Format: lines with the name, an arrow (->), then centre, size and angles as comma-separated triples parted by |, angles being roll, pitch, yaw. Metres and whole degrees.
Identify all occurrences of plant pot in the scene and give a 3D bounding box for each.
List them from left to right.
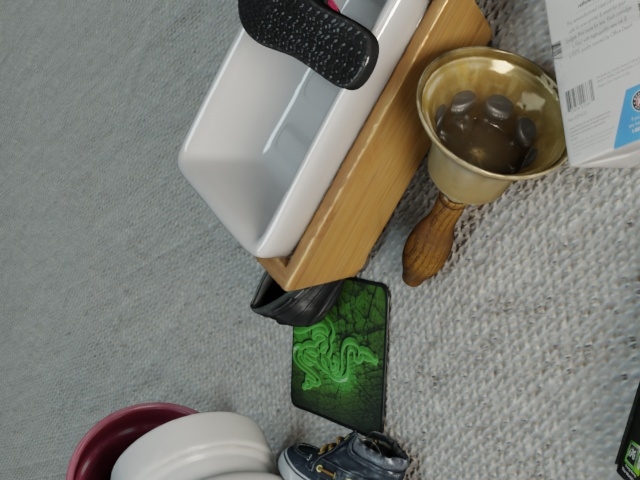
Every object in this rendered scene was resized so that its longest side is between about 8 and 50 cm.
plant pot -> -0.198, 0.316, 1.486 | 0.180, 0.201, 0.201 | 107, 150, -57

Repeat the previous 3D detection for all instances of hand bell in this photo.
hand bell -> 0.110, -0.031, 1.035 | 0.242, 0.126, 0.126 | 109, 148, -54

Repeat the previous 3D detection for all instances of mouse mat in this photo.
mouse mat -> 0.016, 0.109, 1.270 | 0.190, 0.007, 0.152 | 9, 98, 61

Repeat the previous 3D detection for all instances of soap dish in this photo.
soap dish -> 0.008, -0.125, 1.105 | 0.290, 0.118, 0.229 | -61, 37, 13

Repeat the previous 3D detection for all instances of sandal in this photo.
sandal -> -0.008, -0.173, 1.022 | 0.179, 0.040, 0.067 | 43, 115, 37

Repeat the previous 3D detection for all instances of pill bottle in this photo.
pill bottle -> -0.077, 0.359, 1.229 | 0.210, 0.210, 0.363 | -64, 37, 38

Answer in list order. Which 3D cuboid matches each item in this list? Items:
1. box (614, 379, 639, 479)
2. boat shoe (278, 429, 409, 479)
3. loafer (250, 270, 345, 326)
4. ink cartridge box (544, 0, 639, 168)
box -> 0.262, 0.109, 0.762 | 0.190, 0.045, 0.184 | -126, 42, -61
boat shoe -> 0.025, 0.212, 1.205 | 0.183, 0.065, 0.083 | 25, 103, 56
loafer -> 0.000, 0.000, 1.218 | 0.223, 0.078, 0.076 | -61, 38, 35
ink cartridge box -> 0.211, -0.148, 0.861 | 0.104, 0.060, 0.180 | -23, 70, 60
